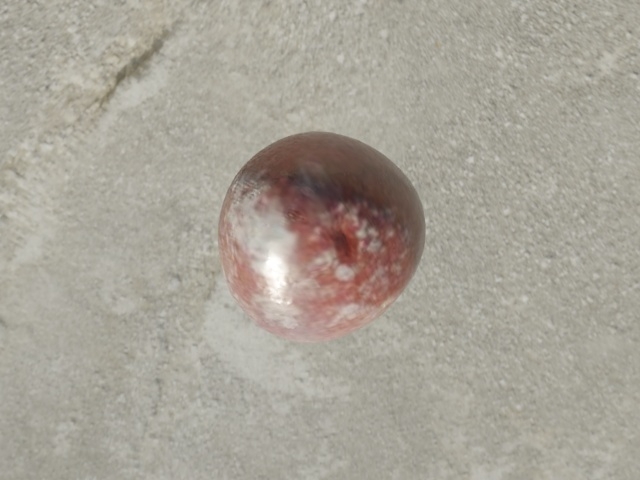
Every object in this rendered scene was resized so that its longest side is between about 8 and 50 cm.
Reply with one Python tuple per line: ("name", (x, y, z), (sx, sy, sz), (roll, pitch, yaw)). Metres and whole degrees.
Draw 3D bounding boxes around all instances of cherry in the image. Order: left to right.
("cherry", (0.000, 0.000, 0.900), (0.236, 0.213, 0.285), (-58, 140, -14))
